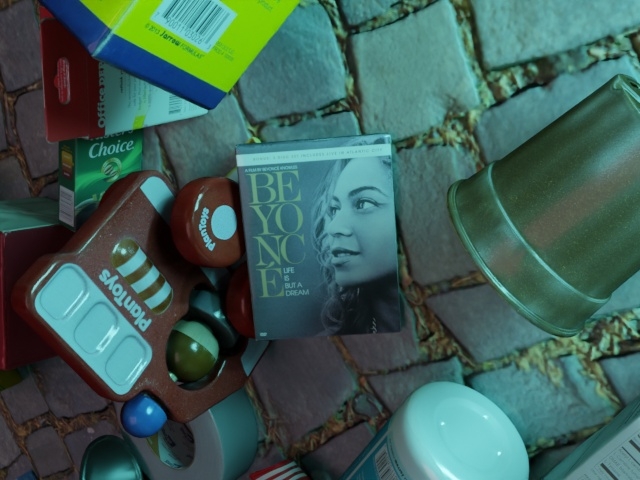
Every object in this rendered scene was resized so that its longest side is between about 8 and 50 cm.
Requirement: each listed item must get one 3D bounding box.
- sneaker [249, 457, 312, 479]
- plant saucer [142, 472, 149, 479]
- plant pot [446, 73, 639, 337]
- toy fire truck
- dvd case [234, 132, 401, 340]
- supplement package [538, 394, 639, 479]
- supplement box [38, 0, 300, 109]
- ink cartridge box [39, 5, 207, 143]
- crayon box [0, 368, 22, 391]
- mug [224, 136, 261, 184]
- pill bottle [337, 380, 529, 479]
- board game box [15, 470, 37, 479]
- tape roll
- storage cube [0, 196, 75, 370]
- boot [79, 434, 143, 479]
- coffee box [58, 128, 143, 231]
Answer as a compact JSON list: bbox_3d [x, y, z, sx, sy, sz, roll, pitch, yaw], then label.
[{"bbox_3d":[-0.040,0.376,1.052,0.128,0.087,0.221,49,136,41],"label":"sneaker"},{"bbox_3d":[-0.306,0.440,1.298,0.168,0.029,0.169,13,113,34],"label":"plant saucer"},{"bbox_3d":[0.220,-0.034,0.641,0.165,0.167,0.167,-43,78,31],"label":"plant pot"},{"bbox_3d":[-0.177,0.077,0.893,0.169,0.254,0.302,5,137,39],"label":"toy fire truck"},{"bbox_3d":[0.000,0.000,0.852,0.164,0.018,0.222,-4,105,4],"label":"dvd case"},{"bbox_3d":[0.275,0.243,0.697,0.134,0.139,0.244,46,129,18],"label":"supplement package"},{"bbox_3d":[-0.089,-0.322,0.666,0.194,0.195,0.356,44,102,17],"label":"supplement box"},{"bbox_3d":[-0.232,-0.196,0.883,0.078,0.231,0.134,20,117,32],"label":"ink cartridge box"},{"bbox_3d":[-0.642,0.104,1.283,0.313,0.106,0.363,159,88,-84],"label":"crayon box"},{"bbox_3d":[-0.075,-0.081,0.915,0.078,0.062,0.064,47,121,7],"label":"mug"},{"bbox_3d":[0.095,0.282,0.849,0.146,0.146,0.264,45,128,17],"label":"pill bottle"},{"bbox_3d":[-0.531,0.571,1.516,0.211,0.039,0.160,46,128,17],"label":"board game box"},{"bbox_3d":[-0.193,0.257,1.117,0.219,0.072,0.219,13,112,35],"label":"tape roll"},{"bbox_3d":[-0.425,0.051,1.143,0.183,0.215,0.193,14,107,35],"label":"storage cube"},{"bbox_3d":[-0.328,0.422,1.208,0.229,0.091,0.263,-17,85,64],"label":"boot"},{"bbox_3d":[-0.289,-0.111,1.038,0.040,0.113,0.184,25,118,31],"label":"coffee box"}]
